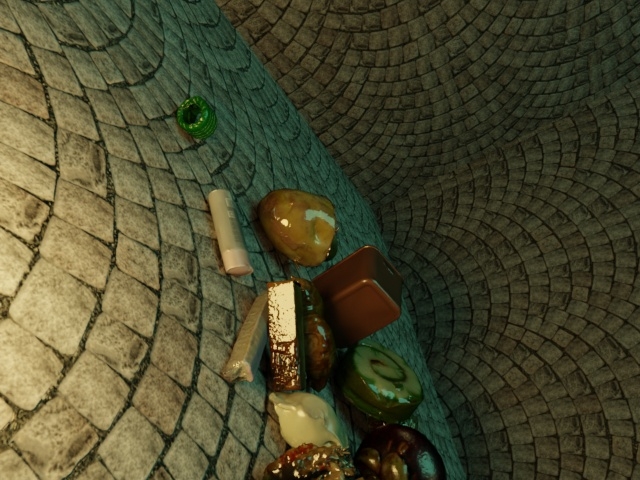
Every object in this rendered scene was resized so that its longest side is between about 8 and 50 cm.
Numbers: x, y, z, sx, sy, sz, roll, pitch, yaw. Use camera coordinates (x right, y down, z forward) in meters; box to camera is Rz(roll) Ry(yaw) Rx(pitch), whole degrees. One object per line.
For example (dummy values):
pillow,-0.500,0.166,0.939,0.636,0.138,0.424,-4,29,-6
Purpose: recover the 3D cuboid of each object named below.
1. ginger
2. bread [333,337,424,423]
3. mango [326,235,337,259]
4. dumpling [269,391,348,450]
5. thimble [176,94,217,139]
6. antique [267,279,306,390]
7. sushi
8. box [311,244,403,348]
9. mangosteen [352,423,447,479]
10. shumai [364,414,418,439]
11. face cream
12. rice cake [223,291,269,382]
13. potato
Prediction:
ginger,-0.038,0.309,1.553,0.274,0.152,0.358,75,-1,-61
bread,0.215,0.517,1.802,0.366,0.129,0.382,16,20,-40
mango,-0.003,0.007,2.105,0.329,0.175,0.177,66,45,-69
dumpling,-0.028,0.491,1.293,0.258,0.147,0.193,34,5,6
thimble,-0.403,-0.402,1.540,0.090,0.118,0.130,39,47,-63
antique,-0.096,0.275,1.353,0.093,0.087,0.310,49,36,-72
sushi,-0.009,0.566,1.092,0.219,0.238,0.225,60,0,0
box,0.134,0.227,1.827,0.239,0.339,0.229,47,25,-19
mangosteen,0.217,0.727,1.441,0.347,0.307,0.307,20,44,-44
shumai,0.252,0.746,1.792,0.218,0.189,0.256,37,42,-21
face cream,-0.276,-0.024,1.431,0.107,0.073,0.269,22,44,-60
rice cake,-0.180,0.259,1.313,0.399,0.064,0.070,-76,146,-66
potato,-0.114,-0.066,1.764,0.237,0.301,0.288,21,8,-39
